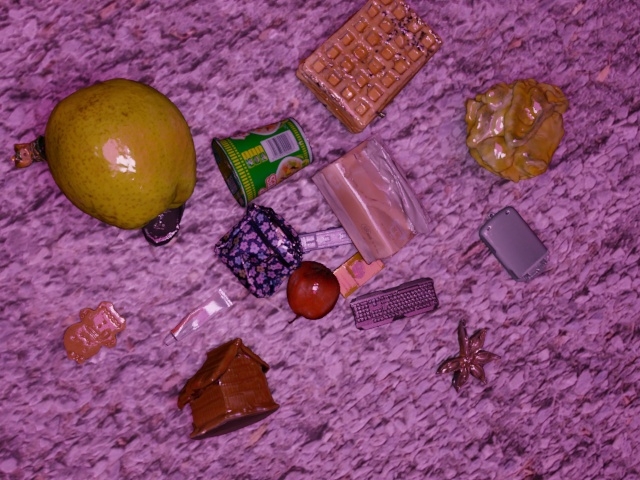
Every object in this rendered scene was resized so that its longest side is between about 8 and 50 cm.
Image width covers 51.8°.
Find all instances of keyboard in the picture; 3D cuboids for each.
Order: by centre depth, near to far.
[{"bbox_3d":[0.221,0.189,1.954,0.262,0.016,0.106,-15,93,-8],"label":"keyboard"}]

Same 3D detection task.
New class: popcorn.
[{"bbox_3d":[0.536,-0.313,1.853,0.312,0.312,0.312,0,91,-8],"label":"popcorn"}]

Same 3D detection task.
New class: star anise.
[{"bbox_3d":[0.443,0.356,1.970,0.172,0.063,0.208,28,84,-12],"label":"star anise"}]

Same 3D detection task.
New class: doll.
[{"bbox_3d":[-0.780,-0.234,1.795,0.113,0.077,0.078,-22,67,21],"label":"doll"}]

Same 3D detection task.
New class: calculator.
[{"bbox_3d":[0.585,0.010,1.989,0.141,0.045,0.246,-41,96,-5],"label":"calculator"}]

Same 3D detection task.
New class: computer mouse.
[{"bbox_3d":[-0.436,-0.072,1.835,0.106,0.062,0.192,11,78,-6],"label":"computer mouse"}]

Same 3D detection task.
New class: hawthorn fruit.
[{"bbox_3d":[-0.033,0.157,1.854,0.157,0.157,0.194,30,94,-7],"label":"hawthorn fruit"}]

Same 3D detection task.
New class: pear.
[{"bbox_3d":[-0.495,-0.205,1.667,0.391,0.391,0.390,0,91,-8],"label":"pear"}]

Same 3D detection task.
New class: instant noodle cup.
[{"bbox_3d":[-0.154,-0.232,1.814,0.233,0.207,0.207,-27,94,-13],"label":"instant noodle cup"}]

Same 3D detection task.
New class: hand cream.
[{"bbox_3d":[-0.353,0.222,1.868,0.216,0.038,0.052,-37,120,-12],"label":"hand cream"}]

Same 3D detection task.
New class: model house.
[{"bbox_3d":[-0.264,0.408,1.826,0.220,0.199,0.229,6,59,-45],"label":"model house"}]

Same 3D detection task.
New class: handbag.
[{"bbox_3d":[-0.162,0.025,1.824,0.208,0.127,0.228,-42,83,13],"label":"handbag"}]

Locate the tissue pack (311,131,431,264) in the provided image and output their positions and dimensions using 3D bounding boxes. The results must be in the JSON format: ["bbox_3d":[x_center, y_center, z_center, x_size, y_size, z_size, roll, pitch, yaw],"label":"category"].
[{"bbox_3d":[0.168,-0.125,1.815,0.239,0.238,0.305,-33,96,-6],"label":"tissue pack"}]

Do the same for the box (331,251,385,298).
[{"bbox_3d":[0.105,0.090,1.934,0.155,0.023,0.087,-38,93,-6],"label":"box"}]

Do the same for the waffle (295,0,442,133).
[{"bbox_3d":[0.138,-0.517,1.868,0.261,0.114,0.376,43,78,-3],"label":"waffle"}]

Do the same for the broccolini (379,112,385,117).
[{"bbox_3d":[0.126,-0.391,1.930,0.140,0.030,0.035,28,94,-12],"label":"broccolini"}]

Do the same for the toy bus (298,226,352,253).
[{"bbox_3d":[0.000,0.000,1.891,0.191,0.075,0.064,-11,93,-9],"label":"toy bus"}]

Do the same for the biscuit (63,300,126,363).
[{"bbox_3d":[-0.632,0.251,1.830,0.184,0.027,0.133,-28,96,-7],"label":"biscuit"}]
